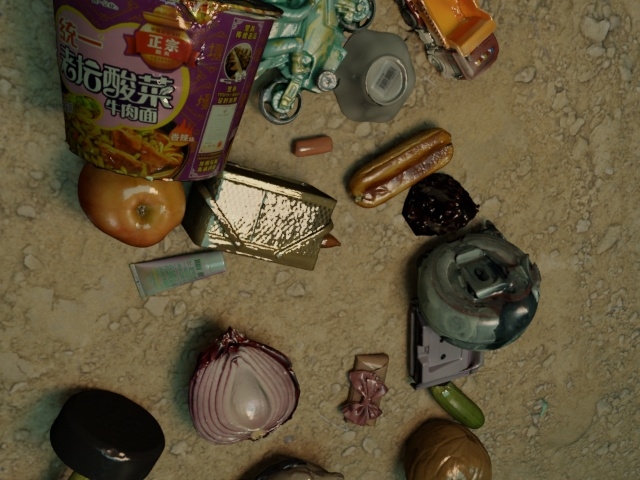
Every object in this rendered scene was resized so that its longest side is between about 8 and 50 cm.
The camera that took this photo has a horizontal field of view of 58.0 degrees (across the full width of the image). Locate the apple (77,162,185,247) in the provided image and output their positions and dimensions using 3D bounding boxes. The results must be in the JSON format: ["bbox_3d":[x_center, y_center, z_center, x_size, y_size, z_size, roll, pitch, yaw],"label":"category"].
[{"bbox_3d":[-0.312,-0.076,0.973,0.199,0.199,0.199,-8,112,-20],"label":"apple"}]

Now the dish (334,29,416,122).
[{"bbox_3d":[0.116,-0.314,1.125,0.191,0.066,0.190,-8,113,-20],"label":"dish"}]

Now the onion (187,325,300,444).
[{"bbox_3d":[-0.169,0.279,1.200,0.227,0.120,0.283,-14,117,-15],"label":"onion"}]

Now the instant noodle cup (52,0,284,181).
[{"bbox_3d":[-0.244,-0.253,0.867,0.340,0.340,0.265,5,115,-24],"label":"instant noodle cup"}]

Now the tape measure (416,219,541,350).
[{"bbox_3d":[0.339,0.100,1.267,0.257,0.275,0.147,-22,143,-8],"label":"tape measure"}]

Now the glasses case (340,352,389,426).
[{"bbox_3d":[0.106,0.367,1.377,0.103,0.070,0.193,2,108,-22],"label":"glasses case"}]

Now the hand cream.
[{"bbox_3d":[-0.273,0.058,1.123,0.174,0.047,0.076,-15,115,-8],"label":"hand cream"}]

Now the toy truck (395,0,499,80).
[{"bbox_3d":[0.235,-0.433,1.090,0.114,0.135,0.270,-43,119,-4],"label":"toy truck"}]

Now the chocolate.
[{"bbox_3d":[0.275,-0.066,1.249,0.156,0.133,0.156,-7,110,-19],"label":"chocolate"}]

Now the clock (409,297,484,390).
[{"bbox_3d":[0.306,0.242,1.405,0.187,0.083,0.253,-11,113,-18],"label":"clock"}]

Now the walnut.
[{"bbox_3d":[0.318,0.575,1.468,0.228,0.228,0.227,-8,112,-20],"label":"walnut"}]

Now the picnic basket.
[{"bbox_3d":[-0.118,-0.054,1.071,0.267,0.165,0.139,14,102,-27],"label":"picnic basket"}]

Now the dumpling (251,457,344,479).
[{"bbox_3d":[-0.083,0.590,1.351,0.293,0.204,0.163,-27,87,6],"label":"dumpling"}]

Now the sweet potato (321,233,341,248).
[{"bbox_3d":[0.000,0.000,1.215,0.095,0.034,0.034,4,108,-25],"label":"sweet potato"}]

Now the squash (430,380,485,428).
[{"bbox_3d":[0.357,0.426,1.499,0.069,0.069,0.239,-47,126,0],"label":"squash"}]

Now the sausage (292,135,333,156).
[{"bbox_3d":[-0.015,-0.185,1.138,0.083,0.034,0.034,-12,113,-20],"label":"sausage"}]

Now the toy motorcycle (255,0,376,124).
[{"bbox_3d":[-0.039,-0.356,1.024,0.198,0.109,0.296,31,95,-26],"label":"toy motorcycle"}]

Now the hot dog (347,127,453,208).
[{"bbox_3d":[0.168,-0.155,1.206,0.250,0.068,0.100,-30,131,-7],"label":"hot dog"}]

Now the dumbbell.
[{"bbox_3d":[-0.462,0.473,1.107,0.204,0.204,0.322,28,97,-29],"label":"dumbbell"}]
